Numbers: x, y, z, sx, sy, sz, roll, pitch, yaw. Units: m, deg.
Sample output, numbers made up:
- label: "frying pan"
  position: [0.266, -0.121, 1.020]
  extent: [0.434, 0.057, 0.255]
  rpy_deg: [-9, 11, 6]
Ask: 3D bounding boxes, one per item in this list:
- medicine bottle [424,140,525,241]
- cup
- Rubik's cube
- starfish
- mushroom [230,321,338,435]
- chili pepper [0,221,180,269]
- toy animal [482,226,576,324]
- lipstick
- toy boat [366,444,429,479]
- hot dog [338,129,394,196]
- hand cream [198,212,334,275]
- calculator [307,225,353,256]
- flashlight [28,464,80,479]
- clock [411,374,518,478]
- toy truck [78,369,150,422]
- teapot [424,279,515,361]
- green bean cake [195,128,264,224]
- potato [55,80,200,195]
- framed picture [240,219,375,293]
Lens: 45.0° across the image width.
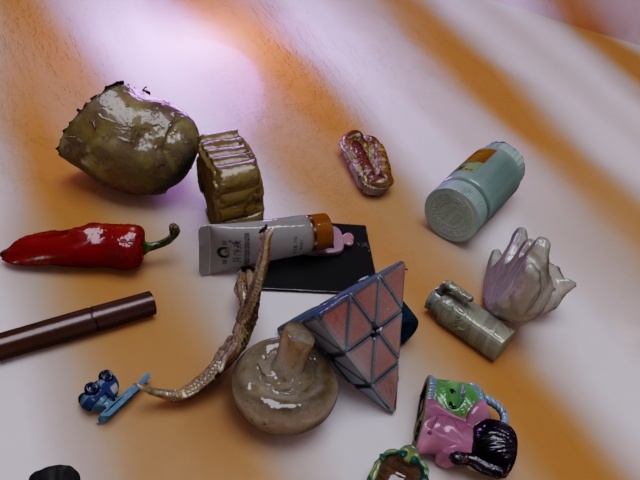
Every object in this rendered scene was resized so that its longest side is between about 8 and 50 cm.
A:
- label: "medicine bottle"
  position: [0.417, -0.137, 2.048]
  extent: [0.158, 0.158, 0.318]
  rpy_deg: [31, 45, 21]
- label: "cup"
  position: [0.146, 0.154, 1.692]
  extent: [0.150, 0.113, 0.138]
  rpy_deg: [-19, 51, -28]
- label: "Rubik's cube"
  position: [0.059, 0.180, 1.556]
  extent: [0.233, 0.228, 0.229]
  rpy_deg: [9, 32, -15]
- label: "starfish"
  position: [-0.186, 0.154, 1.505]
  extent: [0.132, 0.384, 0.398]
  rpy_deg: [35, 61, 2]
- label: "mushroom"
  position: [-0.062, 0.251, 1.457]
  extent: [0.207, 0.215, 0.207]
  rpy_deg: [10, 36, -7]
- label: "chili pepper"
  position: [-0.504, 0.014, 1.706]
  extent: [0.387, 0.110, 0.110]
  rpy_deg: [-1, 43, -7]
- label: "toy animal"
  position: [0.487, 0.093, 1.732]
  extent: [0.188, 0.308, 0.266]
  rpy_deg: [34, 53, 1]
- label: "lipstick"
  position: [-0.507, 0.174, 1.557]
  extent: [0.356, 0.057, 0.057]
  rpy_deg: [-15, 48, -27]
- label: "toy boat"
  position: [0.111, 0.481, 1.333]
  extent: [0.108, 0.099, 0.293]
  rpy_deg: [20, 34, 11]
- label: "hot dog"
  position: [0.130, -0.214, 2.133]
  extent: [0.131, 0.069, 0.253]
  rpy_deg: [-1, 44, -16]
- label: "hand cream"
  position: [-0.128, -0.006, 1.767]
  extent: [0.314, 0.140, 0.089]
  rpy_deg: [-11, 38, -17]
- label: "calculator"
  position: [0.000, 0.000, 1.880]
  extent: [0.165, 0.024, 0.103]
  rpy_deg: [1, 42, -10]
- label: "flashlight"
  position: [-0.400, 0.528, 1.156]
  extent: [0.103, 0.103, 0.424]
  rpy_deg: [-4, 43, -17]
- label: "clock"
  position: [0.285, 0.361, 1.504]
  extent: [0.195, 0.100, 0.194]
  rpy_deg: [17, 40, 4]
- label: "toy truck"
  position: [-0.392, 0.279, 1.468]
  extent: [0.074, 0.063, 0.136]
  rpy_deg: [41, 44, 3]
- label: "teapot"
  position: [0.331, 0.168, 1.723]
  extent: [0.200, 0.107, 0.077]
  rpy_deg: [35, 50, 25]
- label: "green bean cake"
  position: [-0.211, -0.126, 1.829]
  extent: [0.131, 0.224, 0.230]
  rpy_deg: [-13, 41, -15]
- label: "potato"
  position: [-0.441, -0.215, 1.885]
  extent: [0.237, 0.289, 0.301]
  rpy_deg: [48, 14, 14]
- label: "framed picture"
  position: [-0.031, 0.036, 1.858]
  extent: [0.323, 0.013, 0.244]
  rpy_deg: [3, 42, -9]
